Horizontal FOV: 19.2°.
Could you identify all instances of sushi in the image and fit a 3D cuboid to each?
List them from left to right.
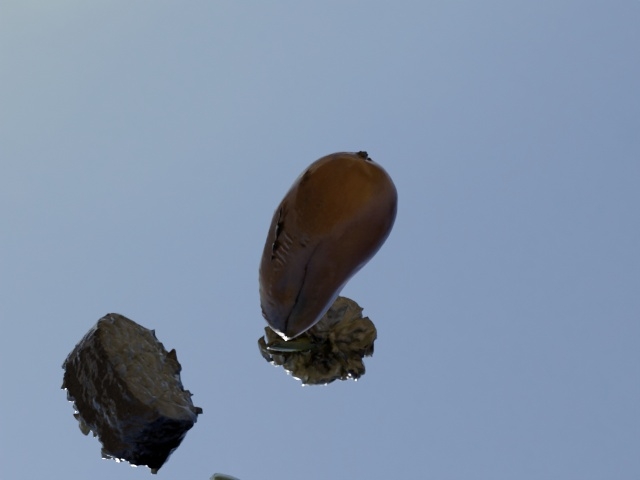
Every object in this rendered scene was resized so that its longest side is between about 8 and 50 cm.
[{"bbox_3d":[-0.170,0.132,1.657,0.090,0.078,0.150,14,-151,-40],"label":"sushi"}]

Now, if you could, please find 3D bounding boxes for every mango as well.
[{"bbox_3d":[-0.003,-0.003,1.497,0.159,0.084,0.105,-51,-171,21],"label":"mango"}]

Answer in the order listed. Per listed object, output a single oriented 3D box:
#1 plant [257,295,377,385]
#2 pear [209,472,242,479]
[{"bbox_3d":[-0.008,0.097,1.886,0.116,0.104,0.122,9,-174,14],"label":"plant"},{"bbox_3d":[-0.074,0.377,1.623,0.288,0.239,0.139,-53,-169,-10],"label":"pear"}]
